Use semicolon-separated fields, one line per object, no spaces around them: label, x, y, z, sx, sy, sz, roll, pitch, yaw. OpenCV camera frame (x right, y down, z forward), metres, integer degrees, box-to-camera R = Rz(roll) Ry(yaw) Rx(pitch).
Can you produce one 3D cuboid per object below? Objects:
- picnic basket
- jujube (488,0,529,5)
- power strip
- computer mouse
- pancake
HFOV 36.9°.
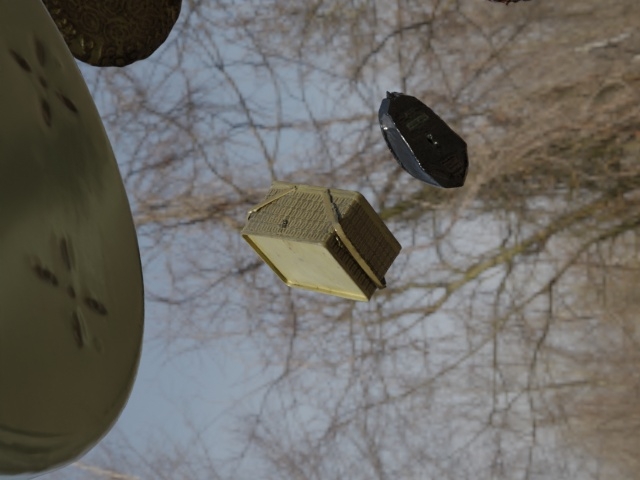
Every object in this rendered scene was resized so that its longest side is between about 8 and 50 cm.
picnic basket;0.000;0.000;1.107;0.079;0.164;0.115;-56;-49;-22
jujube;0.215;-0.313;1.095;0.166;0.104;0.104;4;-94;-67
power strip;-0.224;-0.026;0.443;0.357;0.162;0.357;-22;-90;-80
computer mouse;0.141;-0.138;1.360;0.099;0.057;0.172;-33;-99;-33
pancake;-0.252;-0.304;1.148;0.199;0.021;0.199;-4;-84;-35
